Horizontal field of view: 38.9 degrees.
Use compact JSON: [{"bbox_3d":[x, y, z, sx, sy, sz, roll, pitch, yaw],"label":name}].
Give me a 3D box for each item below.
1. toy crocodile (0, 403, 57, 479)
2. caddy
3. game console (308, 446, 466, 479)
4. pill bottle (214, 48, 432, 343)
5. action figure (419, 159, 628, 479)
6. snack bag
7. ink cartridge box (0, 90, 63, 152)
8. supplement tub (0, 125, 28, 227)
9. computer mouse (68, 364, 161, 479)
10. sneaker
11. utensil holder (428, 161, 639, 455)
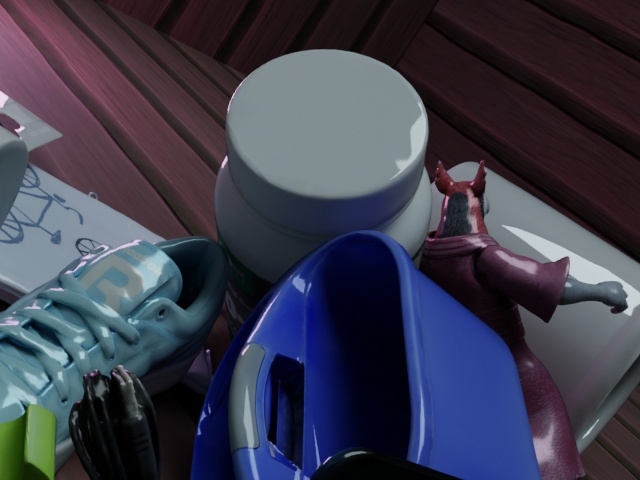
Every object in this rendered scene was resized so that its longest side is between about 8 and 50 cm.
[{"bbox_3d":[-0.299,0.077,0.445,0.340,0.105,0.115,28,37,-19],"label":"toy crocodile"},{"bbox_3d":[0.007,0.146,0.639,0.179,0.241,0.341,35,31,-25],"label":"caddy"},{"bbox_3d":[0.087,0.280,0.446,0.293,0.173,0.250,25,32,-31],"label":"game console"},{"bbox_3d":[0.000,0.000,0.899,0.204,0.204,0.361,39,-27,23],"label":"pill bottle"},{"bbox_3d":[0.156,0.099,0.973,0.275,0.370,0.248,-18,7,-30],"label":"action figure"},{"bbox_3d":[-0.269,0.011,0.971,0.342,0.037,0.323,31,14,-24],"label":"snack bag"},{"bbox_3d":[-0.492,-0.172,0.964,0.385,0.091,0.308,33,9,-9],"label":"ink cartridge box"},{"bbox_3d":[-0.377,-0.069,0.577,0.316,0.228,0.228,32,13,-5],"label":"supplement tub"},{"bbox_3d":[-0.106,0.199,0.435,0.072,0.188,0.272,-1,21,6],"label":"computer mouse"},{"bbox_3d":[-0.186,0.064,0.692,0.135,0.150,0.366,33,20,9],"label":"sneaker"},{"bbox_3d":[0.308,0.103,1.390,0.385,0.328,0.327,39,14,24],"label":"utensil holder"}]
